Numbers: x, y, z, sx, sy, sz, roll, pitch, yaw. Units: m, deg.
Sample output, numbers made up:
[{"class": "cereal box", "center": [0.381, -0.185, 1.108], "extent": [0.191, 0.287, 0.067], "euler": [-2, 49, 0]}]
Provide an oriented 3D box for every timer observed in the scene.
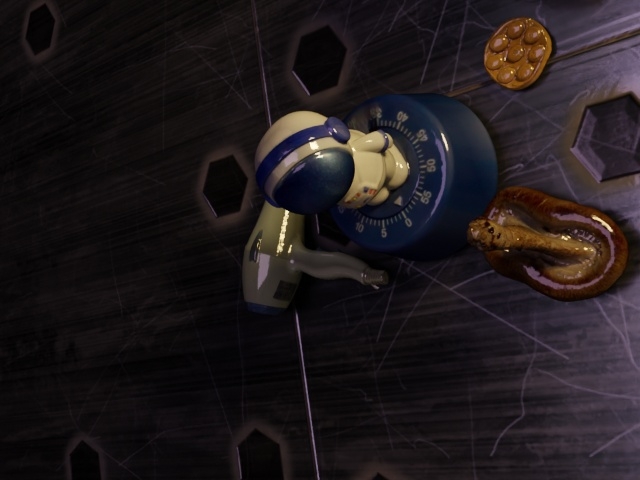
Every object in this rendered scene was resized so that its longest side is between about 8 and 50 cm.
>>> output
[{"class": "timer", "center": [0.056, -0.100, 1.268], "extent": [0.270, 0.383, 0.270], "euler": [0, 91, 40]}]

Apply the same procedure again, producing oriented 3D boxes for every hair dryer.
[{"class": "hair dryer", "center": [-0.019, -0.031, 1.514], "extent": [0.298, 0.119, 0.296], "euler": [-17, 71, 33]}]

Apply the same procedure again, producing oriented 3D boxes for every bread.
[{"class": "bread", "center": [0.295, -0.280, 1.303], "extent": [0.110, 0.024, 0.110], "euler": [1, 91, 39]}]

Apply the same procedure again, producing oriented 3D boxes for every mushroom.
[{"class": "mushroom", "center": [0.284, 0.005, 1.183], "extent": [0.227, 0.217, 0.148], "euler": [15, 98, 36]}]
